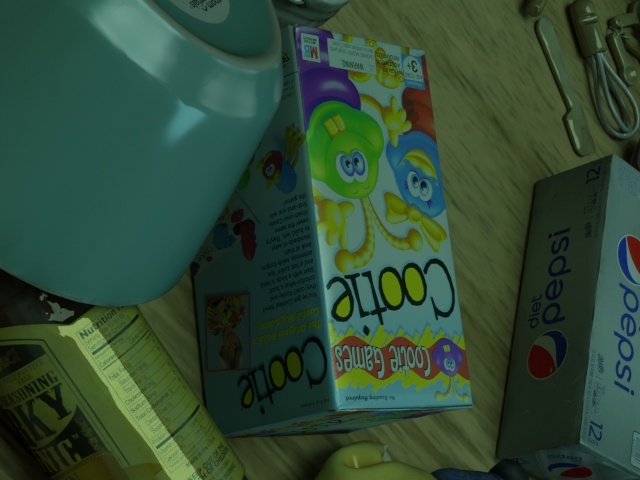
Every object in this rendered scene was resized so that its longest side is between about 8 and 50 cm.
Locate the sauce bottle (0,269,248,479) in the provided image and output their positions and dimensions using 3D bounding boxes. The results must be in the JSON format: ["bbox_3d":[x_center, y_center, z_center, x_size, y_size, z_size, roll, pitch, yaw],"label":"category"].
[{"bbox_3d":[-0.168,0.067,0.985,0.111,0.111,0.344,-40,100,-43],"label":"sauce bottle"}]

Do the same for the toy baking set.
[{"bbox_3d":[0.281,-0.213,1.544,0.197,0.030,0.256,49,49,-19],"label":"toy baking set"}]

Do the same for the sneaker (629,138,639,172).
[{"bbox_3d":[0.455,-0.045,1.478,0.152,0.305,0.114,22,92,-44],"label":"sneaker"}]

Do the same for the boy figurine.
[{"bbox_3d":[0.057,0.225,1.136,0.285,0.092,0.177,3,41,-41],"label":"boy figurine"}]

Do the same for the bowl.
[{"bbox_3d":[-0.142,-0.131,0.954,0.311,0.163,0.311,39,28,-25],"label":"bowl"}]

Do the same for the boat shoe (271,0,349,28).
[{"bbox_3d":[-0.107,-0.286,1.121,0.367,0.156,0.136,43,51,-25],"label":"boat shoe"}]

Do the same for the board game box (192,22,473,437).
[{"bbox_3d":[0.000,0.000,1.135,0.142,0.144,0.275,5,74,-42],"label":"board game box"}]

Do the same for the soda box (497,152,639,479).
[{"bbox_3d":[0.239,0.073,1.363,0.091,0.098,0.286,30,57,-31],"label":"soda box"}]
